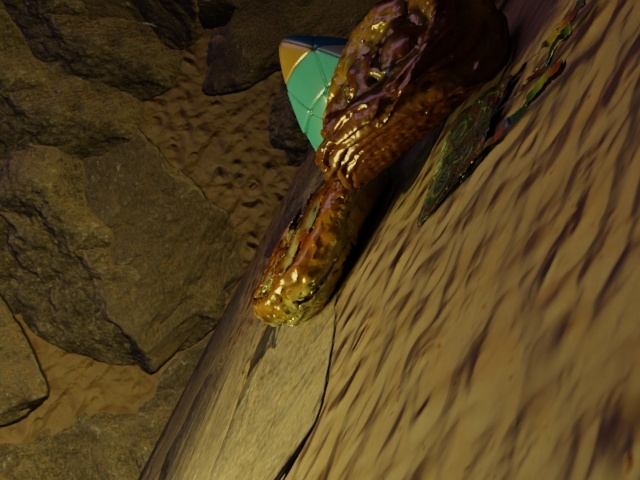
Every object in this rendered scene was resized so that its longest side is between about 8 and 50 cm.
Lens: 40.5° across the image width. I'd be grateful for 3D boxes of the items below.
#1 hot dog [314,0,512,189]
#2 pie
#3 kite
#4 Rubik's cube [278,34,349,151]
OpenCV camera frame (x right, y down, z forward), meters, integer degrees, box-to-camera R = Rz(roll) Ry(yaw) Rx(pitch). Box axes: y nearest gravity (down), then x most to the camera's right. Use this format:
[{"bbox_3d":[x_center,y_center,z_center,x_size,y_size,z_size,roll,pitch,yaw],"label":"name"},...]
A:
[{"bbox_3d":[0.080,-0.170,0.971,0.272,0.122,0.196,-35,33,42],"label":"hot dog"},{"bbox_3d":[-0.001,-0.001,1.206,0.308,0.085,0.308,-58,9,15],"label":"pie"},{"bbox_3d":[0.165,-0.118,0.810,0.152,0.015,0.285,-68,7,-26],"label":"kite"},{"bbox_3d":[0.038,-0.265,1.441,0.254,0.254,0.254,-59,7,13],"label":"Rubik's cube"}]
